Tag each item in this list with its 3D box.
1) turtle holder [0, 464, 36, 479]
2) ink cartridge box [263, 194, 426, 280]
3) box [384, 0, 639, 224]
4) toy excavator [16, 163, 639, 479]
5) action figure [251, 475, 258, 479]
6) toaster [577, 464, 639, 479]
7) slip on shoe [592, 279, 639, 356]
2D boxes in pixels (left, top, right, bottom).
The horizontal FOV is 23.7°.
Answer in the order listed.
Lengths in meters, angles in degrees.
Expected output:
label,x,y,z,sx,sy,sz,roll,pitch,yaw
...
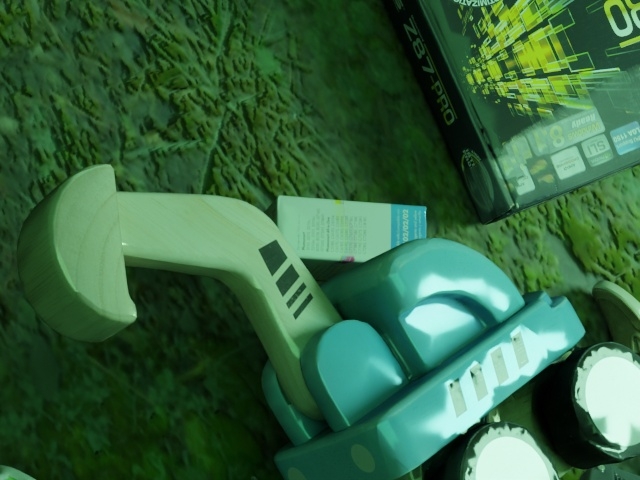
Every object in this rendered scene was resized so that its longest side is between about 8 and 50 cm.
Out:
label,x,y,z,sx,sy,sz,roll,pitch,yaw
turtle holder,-0.259,0.331,1.251,0.320,0.243,0.227,29,56,4
ink cartridge box,0.000,0.000,1.452,0.181,0.104,0.061,4,77,-13
box,0.284,-0.230,1.575,0.395,0.097,0.318,-20,86,-17
toy excavator,0.011,0.085,1.313,0.433,0.222,0.445,-30,89,-35
action figure,-0.081,0.325,1.313,0.099,0.285,0.185,-17,110,24
toaster,0.270,0.326,1.392,0.129,0.146,0.227,17,34,-6
slip on shoe,0.313,0.102,1.535,0.041,0.051,0.135,-38,97,-20
